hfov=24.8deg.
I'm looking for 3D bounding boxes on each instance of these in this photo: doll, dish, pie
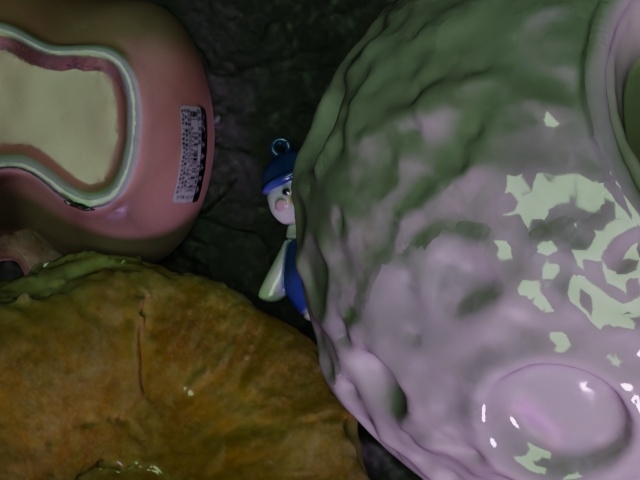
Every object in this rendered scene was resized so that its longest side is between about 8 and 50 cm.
[{"bbox_3d":[0.000,0.000,0.919,0.099,0.057,0.143,-22,83,0],"label":"doll"},{"bbox_3d":[-0.170,-0.072,0.905,0.213,0.090,0.213,0,88,1],"label":"dish"},{"bbox_3d":[-0.097,0.145,0.804,0.339,0.339,0.083,38,129,2],"label":"pie"}]

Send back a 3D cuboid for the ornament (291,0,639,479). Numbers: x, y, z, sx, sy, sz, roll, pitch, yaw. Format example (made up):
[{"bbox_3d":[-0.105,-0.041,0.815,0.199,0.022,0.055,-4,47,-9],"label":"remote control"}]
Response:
[{"bbox_3d":[0.146,-0.001,0.786,0.337,0.337,0.337,0,88,1],"label":"ornament"}]
